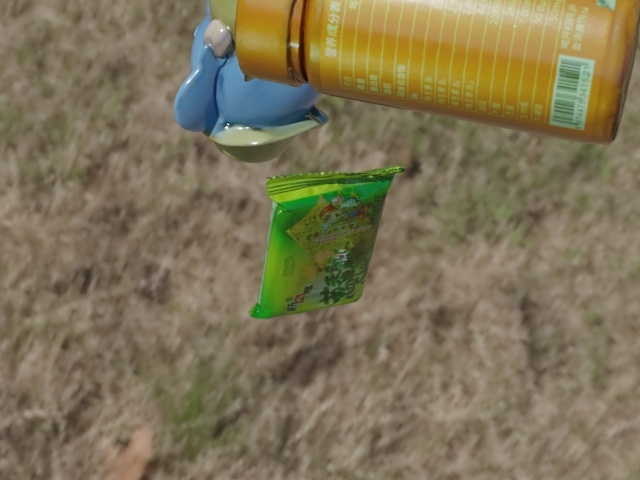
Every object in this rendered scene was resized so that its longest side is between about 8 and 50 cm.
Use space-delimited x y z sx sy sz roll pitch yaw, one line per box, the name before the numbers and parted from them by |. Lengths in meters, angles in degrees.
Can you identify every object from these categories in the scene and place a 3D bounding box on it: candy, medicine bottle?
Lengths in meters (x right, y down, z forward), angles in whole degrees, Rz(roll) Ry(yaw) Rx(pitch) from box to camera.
candy | 0.000 0.001 1.284 0.102 0.178 0.032 -13 58 -17
medicine bottle | 0.061 -0.109 0.849 0.192 0.096 0.096 10 39 10

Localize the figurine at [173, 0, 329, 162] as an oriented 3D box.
figurine | -0.043 -0.196 1.610 0.154 0.262 0.180 26 23 6
